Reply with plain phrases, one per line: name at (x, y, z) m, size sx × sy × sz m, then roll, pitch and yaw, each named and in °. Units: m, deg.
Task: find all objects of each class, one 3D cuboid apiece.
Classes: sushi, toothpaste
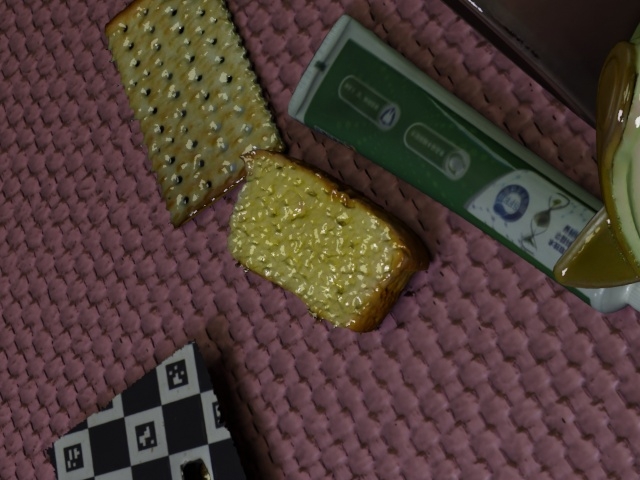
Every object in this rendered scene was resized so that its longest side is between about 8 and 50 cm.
sushi at (-0.110, 0.251, 1.062) m, size 0.192 × 0.043 × 0.279 m, roll -36°, pitch 64°, yaw 23°
toothpaste at (0.120, -0.048, 0.958) m, size 0.392 × 0.061 × 0.099 m, roll 39°, pitch 104°, yaw 35°

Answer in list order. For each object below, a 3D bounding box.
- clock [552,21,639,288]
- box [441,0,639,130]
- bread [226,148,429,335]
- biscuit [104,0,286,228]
clock at (0.300, -0.068, 0.729) m, size 0.348 × 0.286 × 0.117 m, roll -48°, pitch 17°, yaw 21°
box at (0.153, -0.238, 0.841) m, size 0.216 × 0.301 × 0.301 m, roll -47°, pitch 60°, yaw 8°
bread at (0.000, 0.000, 1.024) m, size 0.187 × 0.065 × 0.103 m, roll 29°, pitch 99°, yaw 32°
biscuit at (-0.120, -0.140, 1.155) m, size 0.139 × 0.016 × 0.231 m, roll -34°, pitch 64°, yaw 23°
